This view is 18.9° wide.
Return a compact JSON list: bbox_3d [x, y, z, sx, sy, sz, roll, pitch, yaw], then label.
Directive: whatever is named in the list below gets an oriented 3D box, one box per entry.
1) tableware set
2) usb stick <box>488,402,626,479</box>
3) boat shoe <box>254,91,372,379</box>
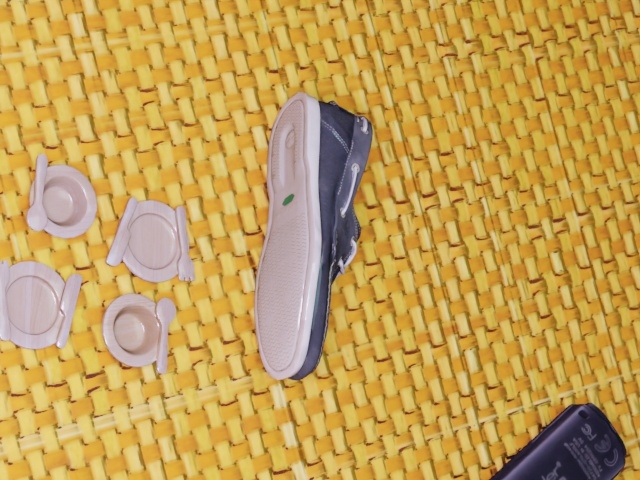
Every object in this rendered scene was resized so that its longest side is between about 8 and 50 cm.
[{"bbox_3d":[-0.165,0.022,1.421,0.168,0.020,0.141,18,69,-31],"label":"tableware set"},{"bbox_3d":[0.156,0.232,1.589,0.278,0.045,0.077,-37,94,-36],"label":"usb stick"},{"bbox_3d":[0.000,0.000,1.506,0.079,0.084,0.233,19,66,-31],"label":"boat shoe"}]
